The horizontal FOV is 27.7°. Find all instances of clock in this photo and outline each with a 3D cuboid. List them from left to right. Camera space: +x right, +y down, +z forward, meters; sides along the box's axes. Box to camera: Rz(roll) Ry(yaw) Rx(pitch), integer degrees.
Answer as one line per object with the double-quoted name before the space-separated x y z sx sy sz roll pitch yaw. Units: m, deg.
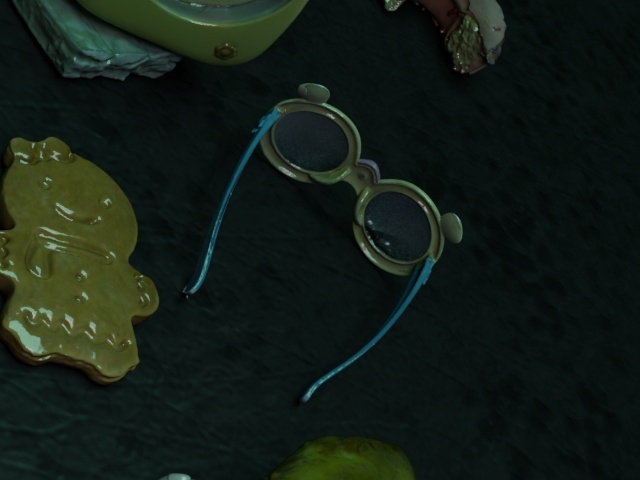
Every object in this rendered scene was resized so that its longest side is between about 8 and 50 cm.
"clock" -0.066 -0.235 0.953 0.170 0.232 0.069 22 44 -33

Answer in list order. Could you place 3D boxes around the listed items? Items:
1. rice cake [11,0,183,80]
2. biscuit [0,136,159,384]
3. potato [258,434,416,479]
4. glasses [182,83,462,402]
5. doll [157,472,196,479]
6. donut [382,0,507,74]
"rice cake" -0.204 -0.221 1.028 0.124 0.038 0.211 -10 66 -49
"biscuit" -0.167 0.012 0.882 0.133 0.027 0.184 28 42 -24
"potato" -0.013 0.209 0.782 0.251 0.113 0.149 -58 149 -51
"glasses" -0.016 0.011 1.026 0.189 0.088 0.221 44 58 -9
"doll" -0.091 0.184 0.802 0.058 0.040 0.085 22 48 -49
"donut" 0.129 -0.253 1.367 0.166 0.065 0.117 47 39 -6
